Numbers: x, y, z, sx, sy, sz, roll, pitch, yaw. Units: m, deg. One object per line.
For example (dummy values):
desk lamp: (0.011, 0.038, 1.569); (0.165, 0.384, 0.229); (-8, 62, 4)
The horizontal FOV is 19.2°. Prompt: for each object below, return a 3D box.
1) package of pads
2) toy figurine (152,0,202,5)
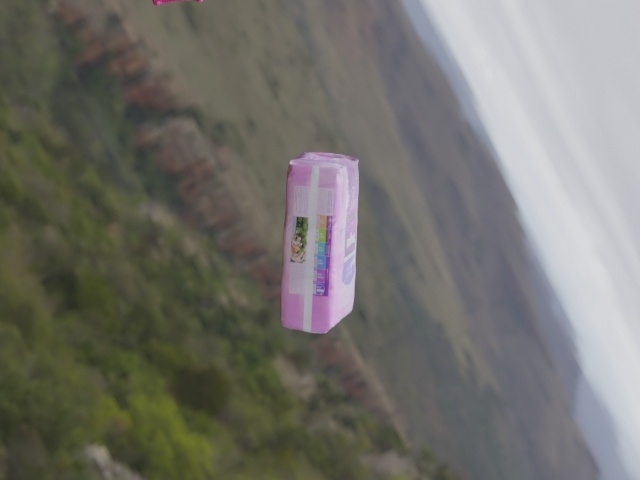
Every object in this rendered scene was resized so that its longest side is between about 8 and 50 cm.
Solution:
package of pads: (0.000, 0.000, 0.917); (0.050, 0.032, 0.083); (-43, 136, -77)
toy figurine: (-0.099, -0.214, 1.303); (0.130, 0.173, 0.159); (55, -36, 4)
